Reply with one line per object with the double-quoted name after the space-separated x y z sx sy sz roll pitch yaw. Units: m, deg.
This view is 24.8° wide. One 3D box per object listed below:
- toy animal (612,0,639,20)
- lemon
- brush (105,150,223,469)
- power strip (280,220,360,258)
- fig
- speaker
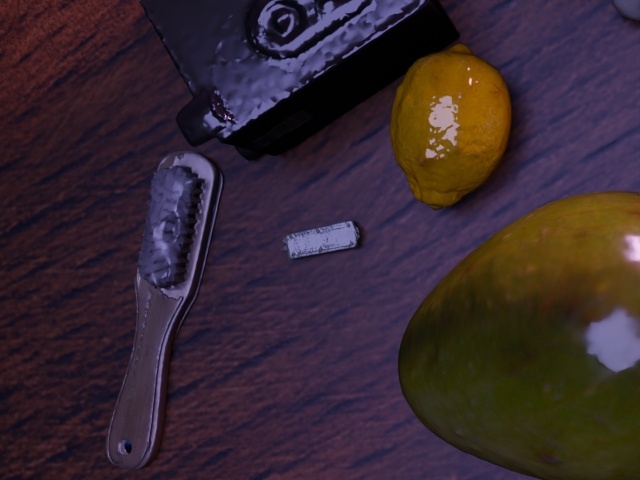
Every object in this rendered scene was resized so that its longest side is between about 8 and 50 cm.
0.306 -0.304 1.237 0.310 0.247 0.183 25 78 30 "toy animal"
0.119 -0.105 1.343 0.114 0.114 0.155 8 90 18 "lemon"
-0.167 0.070 1.455 0.070 0.065 0.328 12 92 15 "brush"
0.000 0.000 1.426 0.083 0.017 0.027 -11 83 17 "power strip"
0.214 0.094 1.237 0.326 0.258 0.258 -15 83 30 "fig"
-0.042 -0.232 1.366 0.254 0.184 0.232 -32 79 12 "speaker"
